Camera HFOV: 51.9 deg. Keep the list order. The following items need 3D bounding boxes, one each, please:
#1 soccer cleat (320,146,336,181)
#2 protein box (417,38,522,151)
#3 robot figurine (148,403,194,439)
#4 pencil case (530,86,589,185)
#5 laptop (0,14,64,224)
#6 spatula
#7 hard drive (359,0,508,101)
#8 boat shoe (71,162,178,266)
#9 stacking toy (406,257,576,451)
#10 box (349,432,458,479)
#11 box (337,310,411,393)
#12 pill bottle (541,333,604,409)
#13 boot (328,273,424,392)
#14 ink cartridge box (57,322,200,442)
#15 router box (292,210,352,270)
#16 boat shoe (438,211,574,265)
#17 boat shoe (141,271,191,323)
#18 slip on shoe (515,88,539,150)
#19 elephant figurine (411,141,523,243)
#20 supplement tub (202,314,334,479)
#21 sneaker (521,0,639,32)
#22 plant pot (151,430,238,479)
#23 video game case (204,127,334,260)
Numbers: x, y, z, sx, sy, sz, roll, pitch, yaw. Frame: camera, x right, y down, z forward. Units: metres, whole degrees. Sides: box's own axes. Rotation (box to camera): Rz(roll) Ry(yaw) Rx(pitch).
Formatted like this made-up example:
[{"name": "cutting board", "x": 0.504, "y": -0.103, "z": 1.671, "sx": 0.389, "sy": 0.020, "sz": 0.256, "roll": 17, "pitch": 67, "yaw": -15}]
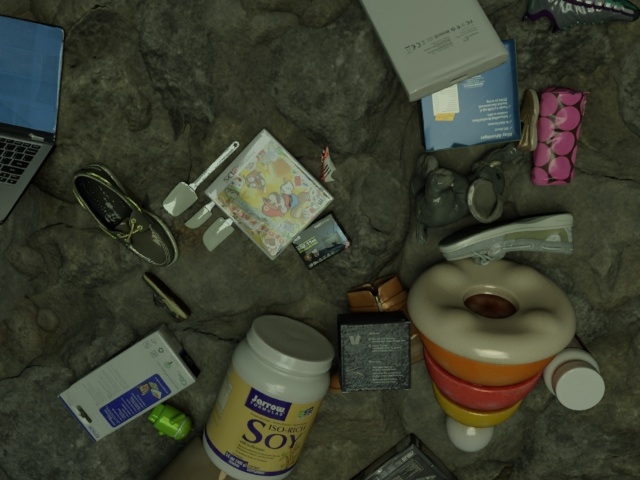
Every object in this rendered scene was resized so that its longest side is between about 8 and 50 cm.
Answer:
[{"name": "soccer cleat", "x": 0.019, "y": -0.173, "z": 1.498, "sx": 0.035, "sy": 0.029, "sz": 0.083, "roll": 1, "pitch": 109, "yaw": -5}, {"name": "protein box", "x": 0.304, "y": -0.304, "z": 1.381, "sx": 0.199, "sy": 0.136, "sz": 0.201, "roll": -7, "pitch": 104, "yaw": 7}, {"name": "robot figurine", "x": -0.380, "y": 0.464, "z": 1.681, "sx": 0.115, "sy": 0.067, "sz": 0.101, "roll": 34, "pitch": 132, "yaw": -9}, {"name": "pencil case", "x": 0.512, "y": -0.222, "z": 1.414, "sx": 0.098, "sy": 0.095, "sz": 0.209, "roll": 2, "pitch": 108, "yaw": -3}, {"name": "laptop", "x": -0.804, "y": -0.290, "z": 1.431, "sx": 0.381, "sy": 0.408, "sz": 0.236, "roll": 12, "pitch": 140, "yaw": 2}, {"name": "spatula", "x": -0.235, "y": -0.108, "z": 1.540, "sx": 0.242, "sy": 0.019, "sz": 0.168, "roll": -42, "pitch": 97, "yaw": 14}, {"name": "hard drive", "x": 0.210, "y": -0.441, "z": 1.304, "sx": 0.203, "sy": 0.040, "sz": 0.308, "roll": -22, "pitch": 68, "yaw": 1}, {"name": "boat shoe", "x": -0.459, "y": -0.047, "z": 1.536, "sx": 0.109, "sy": 0.091, "sz": 0.305, "roll": -39, "pitch": 99, "yaw": 13}, {"name": "stacking toy", "x": 0.359, "y": 0.309, "z": 1.491, "sx": 0.350, "sy": 0.351, "sz": 0.480, "roll": 2, "pitch": 120, "yaw": 4}, {"name": "box", "x": 0.210, "y": 0.632, "z": 1.686, "sx": 0.231, "sy": 0.056, "sz": 0.183, "roll": -42, "pitch": 99, "yaw": 14}, {"name": "box", "x": 0.118, "y": 0.247, "z": 1.470, "sx": 0.155, "sy": 0.093, "sz": 0.158, "roll": -2, "pitch": 100, "yaw": -3}, {"name": "pill bottle", "x": 0.552, "y": 0.282, "z": 1.477, "sx": 0.121, "sy": 0.221, "sz": 0.121, "roll": 1, "pitch": 106, "yaw": 4}, {"name": "boot", "x": 0.107, "y": 0.222, "z": 1.554, "sx": 0.283, "sy": 0.109, "sz": 0.220, "roll": -25, "pitch": 103, "yaw": 8}, {"name": "ink cartridge box", "x": -0.485, "y": 0.362, "z": 1.665, "sx": 0.332, "sy": 0.065, "sz": 0.165, "roll": -32, "pitch": 101, "yaw": 11}, {"name": "router box", "x": 0.000, "y": 0.000, "z": 1.540, "sx": 0.122, "sy": 0.038, "sz": 0.092, "roll": -31, "pitch": 100, "yaw": 12}, {"name": "boat shoe", "x": 0.412, "y": 0.007, "z": 1.430, "sx": 0.320, "sy": 0.118, "sz": 0.103, "roll": -11, "pitch": 94, "yaw": -18}, {"name": "boat shoe", "x": -0.384, "y": 0.143, "z": 1.601, "sx": 0.049, "sy": 0.056, "sz": 0.152, "roll": -42, "pitch": 98, "yaw": 8}, {"name": "slip on shoe", "x": 0.442, "y": -0.260, "z": 1.417, "sx": 0.041, "sy": 0.051, "sz": 0.135, "roll": 0, "pitch": 93, "yaw": -4}, {"name": "elephant figurine", "x": 0.330, "y": -0.108, "z": 1.435, "sx": 0.239, "sy": 0.169, "sz": 0.186, "roll": 3, "pitch": 135, "yaw": -12}, {"name": "supplement tub", "x": -0.119, "y": 0.369, "z": 1.545, "sx": 0.241, "sy": 0.241, "sz": 0.331, "roll": 21, "pitch": 106, "yaw": -1}, {"name": "sneaker", "x": 0.537, "y": -0.471, "z": 1.361, "sx": 0.223, "sy": 0.083, "sz": 0.098, "roll": 18, "pitch": 127, "yaw": 4}, {"name": "plant pot", "x": -0.288, "y": 0.643, "z": 1.623, "sx": 0.323, "sy": 0.323, "sz": 0.280, "roll": 31, "pitch": 90, "yaw": -4}, {"name": "video game case", "x": -0.118, "y": -0.104, "z": 1.504, "sx": 0.227, "sy": 0.026, "sz": 0.206, "roll": 45, "pitch": 100, "yaw": -1}]
